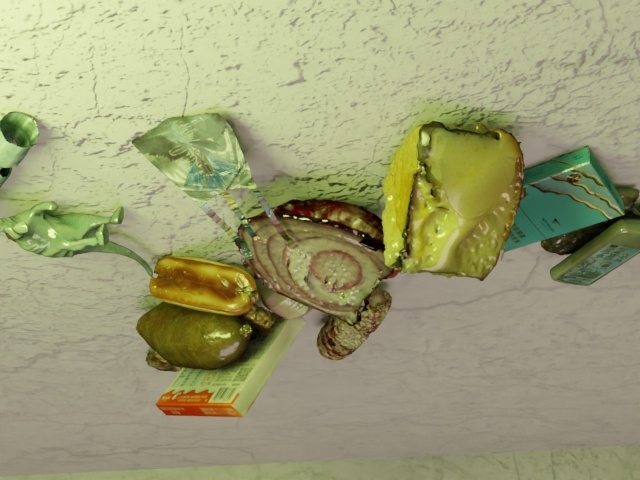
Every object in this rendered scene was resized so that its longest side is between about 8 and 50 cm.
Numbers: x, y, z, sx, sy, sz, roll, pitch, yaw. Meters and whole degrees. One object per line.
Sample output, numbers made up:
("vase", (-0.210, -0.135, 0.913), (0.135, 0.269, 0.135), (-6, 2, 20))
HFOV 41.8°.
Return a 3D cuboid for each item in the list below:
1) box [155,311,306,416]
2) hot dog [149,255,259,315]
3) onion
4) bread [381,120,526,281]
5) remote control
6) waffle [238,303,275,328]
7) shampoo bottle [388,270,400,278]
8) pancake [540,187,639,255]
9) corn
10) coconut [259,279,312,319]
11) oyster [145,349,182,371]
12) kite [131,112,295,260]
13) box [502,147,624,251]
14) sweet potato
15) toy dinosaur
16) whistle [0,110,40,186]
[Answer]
("box", (-0.192, 0.262, 1.789), (0.273, 0.265, 0.048), (-11, 125, 46))
("hot dog", (-0.224, 0.086, 1.609), (0.250, 0.100, 0.068), (10, 167, 31))
("onion", (0.000, 0.000, 1.496), (0.280, 0.146, 0.314), (28, 150, -3))
("bread", (0.210, -0.070, 1.334), (0.204, 0.162, 0.262), (9, 114, -13))
("remote control", (0.545, 0.026, 1.611), (0.098, 0.038, 0.233), (9, 151, -19))
("waffle", (-0.179, 0.125, 1.721), (0.191, 0.038, 0.191), (29, 168, 6))
("shampoo bottle", (0.171, 0.010, 1.607), (0.108, 0.051, 0.221), (6, 152, -18))
("pancake", (0.537, -0.028, 1.588), (0.254, 0.037, 0.253), (-2, 152, -1))
("corn", (0.076, 0.190, 1.899), (0.098, 0.098, 0.290), (8, 150, -21))
("coconut", (-0.056, 0.108, 1.719), (0.124, 0.110, 0.110), (26, 141, -32))
("oyster", (-0.274, 0.295, 2.104), (0.345, 0.078, 0.128), (-5, 144, 9))
("kite", (-0.147, -0.081, 1.331), (0.169, 0.015, 0.310), (-18, 130, 30))
("box", (0.390, -0.065, 1.465), (0.229, 0.041, 0.162), (-21, 136, 31))
("sweet potato", (-0.253, 0.197, 1.740), (0.158, 0.157, 0.370), (18, 175, -35))
("toy dinosaur", (-0.421, -0.006, 1.473), (0.206, 0.092, 0.393), (-12, 165, 24))
("whistle", (-0.524, -0.100, 1.307), (0.062, 0.062, 0.312), (17, 147, -34))
